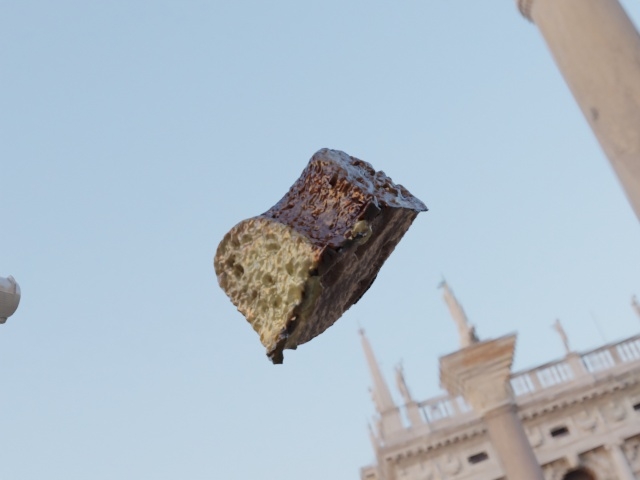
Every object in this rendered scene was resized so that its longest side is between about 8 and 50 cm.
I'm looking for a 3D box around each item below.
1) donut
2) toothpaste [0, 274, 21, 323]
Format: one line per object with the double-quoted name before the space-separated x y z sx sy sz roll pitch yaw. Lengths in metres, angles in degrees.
"donut" -0.005 0.008 0.956 0.187 0.126 0.144 -53 -21 11
"toothpaste" -0.408 0.018 0.885 0.314 0.056 0.058 20 -71 -45
